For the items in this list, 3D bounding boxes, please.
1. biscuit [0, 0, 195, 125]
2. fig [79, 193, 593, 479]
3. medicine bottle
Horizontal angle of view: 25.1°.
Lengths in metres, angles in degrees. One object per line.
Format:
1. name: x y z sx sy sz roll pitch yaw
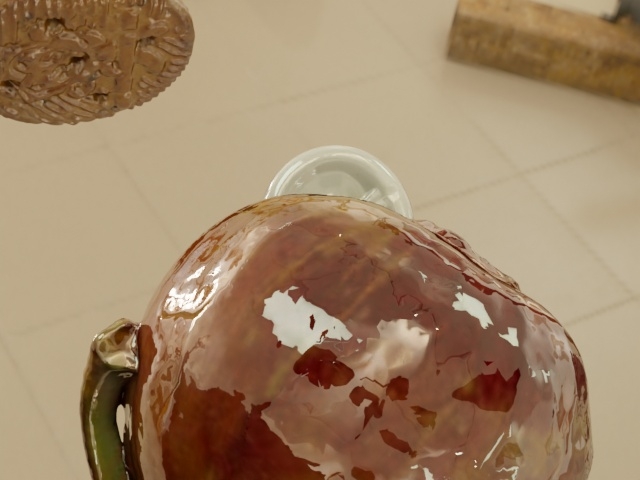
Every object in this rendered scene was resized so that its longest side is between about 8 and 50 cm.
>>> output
1. biscuit: -0.188 -0.144 1.108 0.187 0.188 0.027 -5 63 -17
2. fig: 0.003 0.078 0.584 0.205 0.205 0.205 6 45 -6
3. medicine bottle: 0.000 0.000 0.778 0.079 0.140 0.079 1 81 -8
